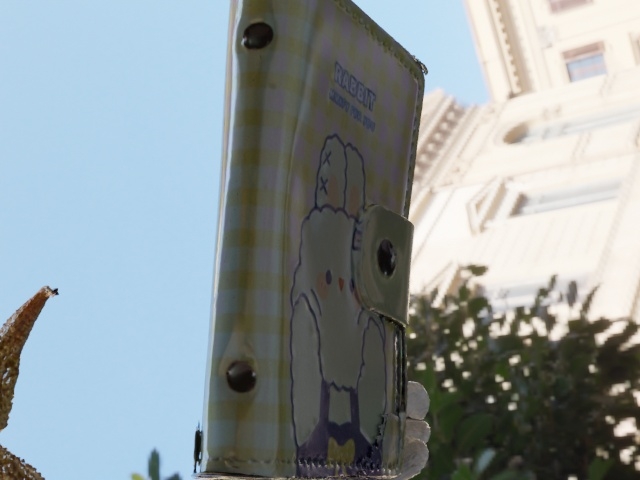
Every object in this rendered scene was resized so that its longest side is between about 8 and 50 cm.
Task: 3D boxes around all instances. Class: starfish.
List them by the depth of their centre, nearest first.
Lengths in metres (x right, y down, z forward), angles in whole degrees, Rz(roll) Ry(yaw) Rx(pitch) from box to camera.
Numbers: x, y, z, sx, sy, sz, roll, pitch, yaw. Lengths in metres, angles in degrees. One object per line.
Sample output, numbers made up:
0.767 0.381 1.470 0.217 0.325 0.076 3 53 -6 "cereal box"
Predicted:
-0.474 0.273 1.447 0.132 0.398 0.383 14 -114 -39 "starfish"

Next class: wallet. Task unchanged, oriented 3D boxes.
0.000 0.000 0.649 0.223 0.077 0.309 29 -120 -61 "wallet"

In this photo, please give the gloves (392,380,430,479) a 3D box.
0.002 0.168 0.862 0.140 0.131 0.219 54 -156 4 "gloves"
